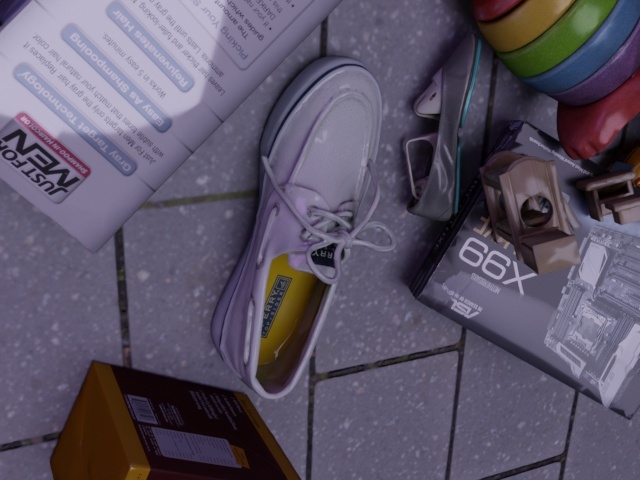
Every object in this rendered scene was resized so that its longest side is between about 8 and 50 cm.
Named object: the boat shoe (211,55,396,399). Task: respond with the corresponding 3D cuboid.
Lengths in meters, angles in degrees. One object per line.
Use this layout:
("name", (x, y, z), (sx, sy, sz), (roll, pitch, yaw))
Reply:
("boat shoe", (-0.008, 0.000, 0.828), (0.136, 0.156, 0.367), (15, 105, -31))

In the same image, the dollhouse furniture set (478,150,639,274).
("dollhouse furniture set", (0.264, -0.051, 0.826), (0.161, 0.182, 0.101), (-15, 99, 2))

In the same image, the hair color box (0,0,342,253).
("hair color box", (-0.142, -0.192, 0.703), (0.374, 0.113, 0.185), (-46, 123, -3))

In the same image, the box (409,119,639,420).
("box", (0.298, 0.035, 0.973), (0.307, 0.076, 0.242), (30, 97, -6))

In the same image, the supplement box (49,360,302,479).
("supplement box", (-0.152, 0.244, 0.842), (0.194, 0.191, 0.129), (19, 102, -31))

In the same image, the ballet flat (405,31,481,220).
("ballet flat", (0.131, -0.125, 0.902), (0.068, 0.072, 0.213), (6, 109, 3))

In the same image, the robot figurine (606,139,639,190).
("robot figurine", (0.483, -0.092, 1.080), (0.291, 0.085, 0.211), (-43, 123, -4))

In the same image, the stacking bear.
("stacking bear", (0.227, -0.251, 0.835), (0.289, 0.164, 0.175), (36, 125, -20))
